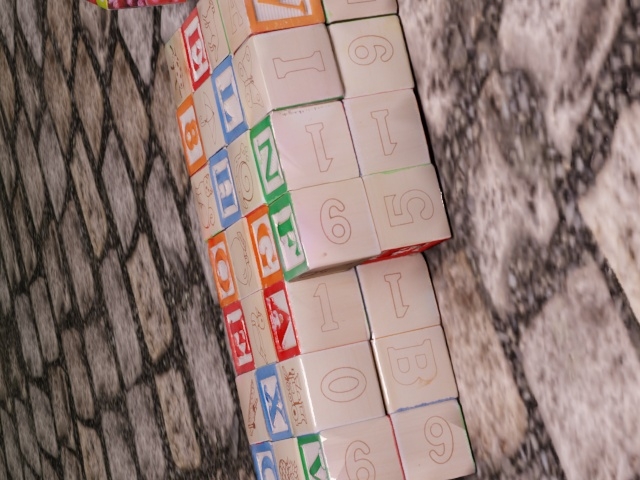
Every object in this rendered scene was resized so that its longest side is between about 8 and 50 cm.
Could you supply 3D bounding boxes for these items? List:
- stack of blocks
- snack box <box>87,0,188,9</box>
[{"bbox_3d":[0.000,0.000,0.973,0.171,0.087,0.297,152,106,-69],"label":"stack of blocks"},{"bbox_3d":[-0.165,-0.289,1.299,0.174,0.070,0.207,-149,53,-64],"label":"snack box"}]
